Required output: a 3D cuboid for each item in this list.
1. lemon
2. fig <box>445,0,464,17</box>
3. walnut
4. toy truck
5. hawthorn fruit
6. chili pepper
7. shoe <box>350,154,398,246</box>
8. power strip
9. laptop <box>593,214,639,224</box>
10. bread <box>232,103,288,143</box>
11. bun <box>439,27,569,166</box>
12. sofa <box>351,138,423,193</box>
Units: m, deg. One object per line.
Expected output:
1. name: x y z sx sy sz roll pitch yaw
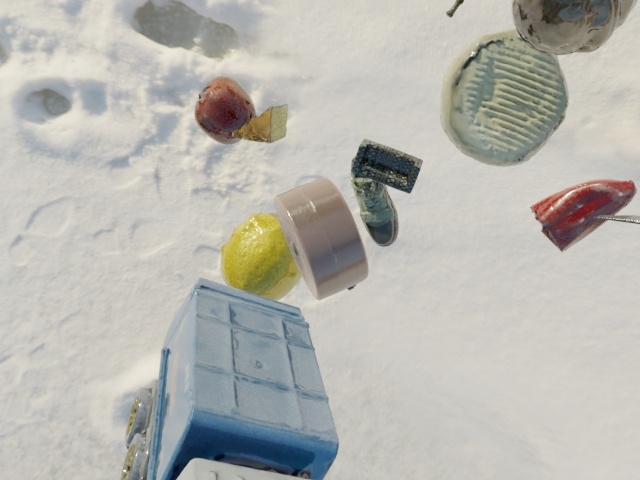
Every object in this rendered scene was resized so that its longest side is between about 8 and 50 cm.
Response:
1. lemon: -0.153 0.050 1.557 0.233 0.233 0.288 37 100 5
2. fig: 0.436 -0.720 1.516 0.145 0.170 0.274 27 127 -16
3. walnut: 0.300 -0.291 0.671 0.140 0.162 0.140 -2 80 11
4. toy truck: -0.082 0.180 0.472 0.146 0.367 0.175 18 112 -20
5. hawthorn fruit: -0.229 -0.320 1.454 0.194 0.157 0.157 38 104 -20
6. chili pepper: 0.683 -0.092 1.467 0.252 0.136 0.144 -39 65 27
7. shoe: 0.144 -0.121 1.609 0.109 0.149 0.293 -13 89 17
8. power strip: 0.000 0.000 0.743 0.078 0.154 0.154 -22 93 -9
9. laptop: 0.646 -0.041 1.114 0.135 0.197 0.016 12 100 47
10. bread: -0.129 -0.259 1.216 0.109 0.084 0.080 14 115 27
11. bun: 0.493 -0.391 1.545 0.359 0.211 0.360 2 103 6
12. sofa: 0.120 -0.135 1.019 0.118 0.039 0.060 22 124 5
